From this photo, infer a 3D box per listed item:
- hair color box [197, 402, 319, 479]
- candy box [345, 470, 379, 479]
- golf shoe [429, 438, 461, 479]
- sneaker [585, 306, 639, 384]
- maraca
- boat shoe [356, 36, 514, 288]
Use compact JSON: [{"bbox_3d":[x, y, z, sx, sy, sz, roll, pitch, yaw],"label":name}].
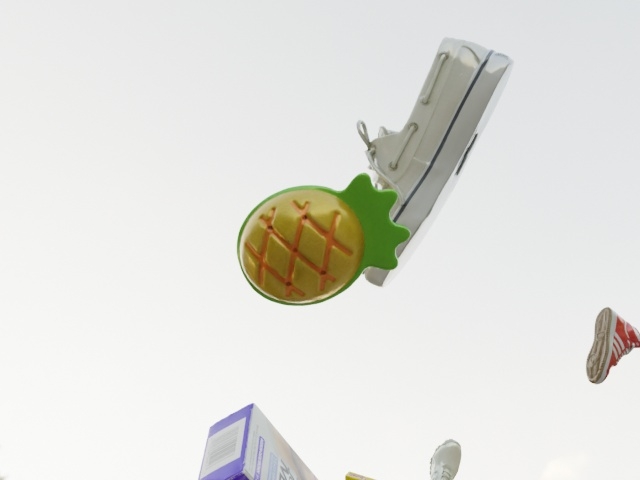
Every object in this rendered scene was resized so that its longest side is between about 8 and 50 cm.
[{"bbox_3d":[-0.062,0.464,1.204,0.110,0.185,0.339,-30,-71,12],"label":"hair color box"},{"bbox_3d":[0.101,0.606,1.526,0.027,0.105,0.206,-19,-68,-55],"label":"candy box"},{"bbox_3d":[0.262,0.511,1.507,0.069,0.086,0.176,27,-98,-9],"label":"golf shoe"},{"bbox_3d":[0.411,0.157,0.988,0.067,0.119,0.042,32,-30,-11],"label":"sneaker"},{"bbox_3d":[0.000,0.000,0.751,0.185,0.099,0.127,-18,-84,9],"label":"maraca"},{"bbox_3d":[0.118,-0.121,1.007,0.367,0.156,0.136,-63,-15,9],"label":"boat shoe"}]
